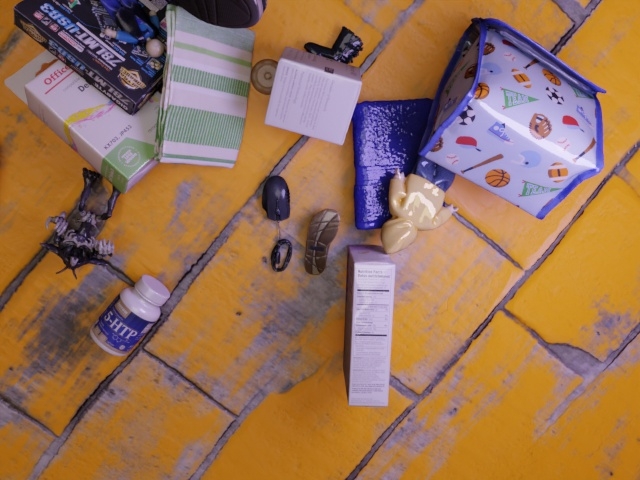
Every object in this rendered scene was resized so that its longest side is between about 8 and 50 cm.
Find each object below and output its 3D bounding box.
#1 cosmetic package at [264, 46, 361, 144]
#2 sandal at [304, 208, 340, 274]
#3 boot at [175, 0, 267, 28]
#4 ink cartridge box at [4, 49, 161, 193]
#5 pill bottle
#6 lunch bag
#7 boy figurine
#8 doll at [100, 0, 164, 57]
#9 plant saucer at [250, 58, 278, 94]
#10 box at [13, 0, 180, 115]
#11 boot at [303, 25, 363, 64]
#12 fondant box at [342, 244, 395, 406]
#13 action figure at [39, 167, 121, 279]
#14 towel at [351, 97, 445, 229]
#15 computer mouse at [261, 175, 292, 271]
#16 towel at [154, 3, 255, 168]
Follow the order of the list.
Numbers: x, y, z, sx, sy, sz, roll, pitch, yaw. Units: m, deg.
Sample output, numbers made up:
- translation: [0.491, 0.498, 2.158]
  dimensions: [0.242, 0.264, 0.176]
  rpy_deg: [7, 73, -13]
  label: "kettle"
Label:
- translation: [-0.015, -0.328, 1.292]
  dimensions: [0.184, 0.151, 0.151]
  rpy_deg: [14, 118, -6]
  label: "cosmetic package"
- translation: [0.000, 0.000, 1.424]
  dimensions: [0.072, 0.049, 0.180]
  rpy_deg: [14, 113, 0]
  label: "sandal"
- translation: [-0.212, -0.592, 1.169]
  dimensions: [0.377, 0.138, 0.284]
  rpy_deg: [27, 60, 21]
  label: "boot"
- translation: [-0.495, -0.304, 1.269]
  dimensions: [0.353, 0.119, 0.207]
  rpy_deg: [43, 66, -9]
  label: "ink cartridge box"
- translation: [-0.459, 0.179, 1.395]
  dimensions: [0.112, 0.112, 0.186]
  rpy_deg: [40, 95, -9]
  label: "pill bottle"
- translation: [0.431, -0.301, 1.256]
  dimensions: [0.328, 0.385, 0.239]
  rpy_deg: [29, 141, -8]
  label: "lunch bag"
- translation: [0.233, -0.091, 1.328]
  dimensions: [0.177, 0.092, 0.285]
  rpy_deg: [25, 95, -12]
  label: "boy figurine"
- translation: [-0.394, -0.457, 1.181]
  dimensions: [0.189, 0.046, 0.129]
  rpy_deg: [51, 56, -12]
  label: "doll"
- translation: [-0.125, -0.390, 1.363]
  dimensions: [0.083, 0.015, 0.083]
  rpy_deg: [-1, 99, -3]
  label: "plant saucer"
- translation: [-0.431, -0.468, 1.231]
  dimensions: [0.295, 0.073, 0.293]
  rpy_deg: [37, 65, -12]
  label: "box"
- translation: [0.034, -0.456, 1.346]
  dimensions: [0.121, 0.045, 0.099]
  rpy_deg: [34, 99, -15]
  label: "boot"
- translation: [0.109, 0.191, 1.362]
  dimensions: [0.096, 0.238, 0.330]
  rpy_deg: [3, 99, -1]
  label: "fondant box"
- translation: [-0.556, -0.026, 1.343]
  dimensions: [0.164, 0.141, 0.275]
  rpy_deg: [21, 97, -18]
  label: "action figure"
- translation: [0.186, -0.184, 1.391]
  dimensions: [0.228, 0.076, 0.308]
  rpy_deg: [-4, 100, -9]
  label: "towel"
- translation: [-0.105, -0.039, 1.412]
  dimensions: [0.071, 0.041, 0.242]
  rpy_deg: [-4, 101, -3]
  label: "computer mouse"
- translation: [-0.256, -0.329, 1.280]
  dimensions: [0.038, 0.248, 0.325]
  rpy_deg: [14, 100, 37]
  label: "towel"
